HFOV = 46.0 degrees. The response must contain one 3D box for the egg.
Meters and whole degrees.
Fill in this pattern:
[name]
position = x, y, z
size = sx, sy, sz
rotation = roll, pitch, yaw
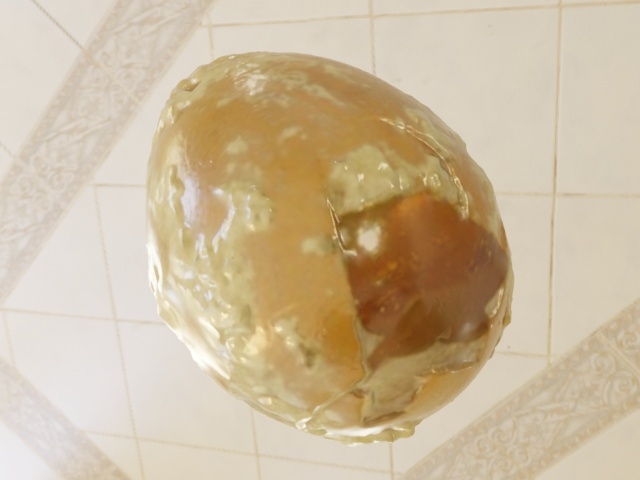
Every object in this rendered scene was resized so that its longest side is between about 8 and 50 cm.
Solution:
[egg]
position = 0.000, 0.000, 0.423
size = 0.195, 0.195, 0.233
rotation = -29, 88, 25
